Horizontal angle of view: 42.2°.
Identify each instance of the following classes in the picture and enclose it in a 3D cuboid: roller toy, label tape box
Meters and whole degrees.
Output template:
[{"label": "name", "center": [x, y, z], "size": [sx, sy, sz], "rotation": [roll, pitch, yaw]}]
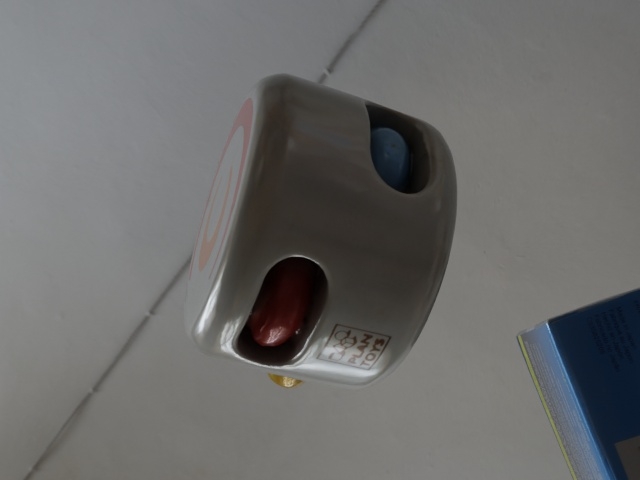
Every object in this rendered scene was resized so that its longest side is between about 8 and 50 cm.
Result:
[{"label": "roller toy", "center": [0.000, 0.000, 0.557], "size": [0.146, 0.191, 0.210], "rotation": [16, -96, -14]}, {"label": "label tape box", "center": [0.317, 0.195, 0.898], "size": [0.115, 0.347, 0.249], "rotation": [-21, -101, 6]}]
